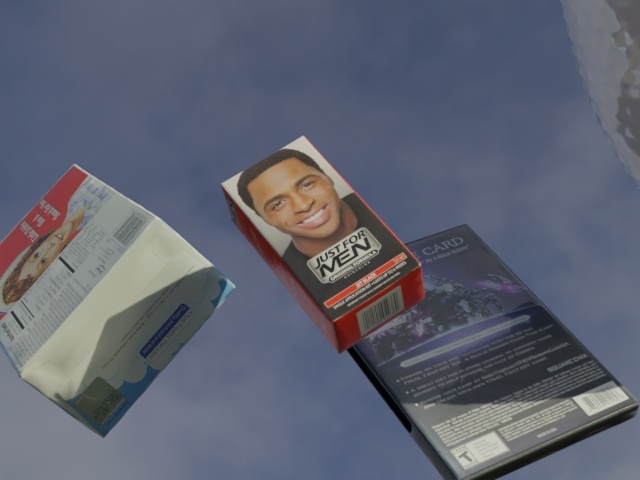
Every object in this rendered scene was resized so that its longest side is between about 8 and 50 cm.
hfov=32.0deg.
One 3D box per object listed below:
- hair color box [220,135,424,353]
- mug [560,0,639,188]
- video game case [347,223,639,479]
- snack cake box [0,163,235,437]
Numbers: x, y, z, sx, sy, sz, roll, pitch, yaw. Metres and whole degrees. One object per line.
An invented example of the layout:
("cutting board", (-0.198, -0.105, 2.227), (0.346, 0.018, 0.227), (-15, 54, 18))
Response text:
("hair color box", (0.000, 0.000, 0.746), (0.072, 0.141, 0.043), (-32, -35, -14))
("mug", (0.409, -0.204, 1.016), (0.374, 0.276, 0.328), (-23, -73, -20))
("video game case", (0.133, 0.097, 1.045), (0.196, 0.274, 0.026), (-18, -45, -23))
("snack cake box", (-0.193, 0.037, 0.920), (0.152, 0.264, 0.089), (-50, -62, -7))
